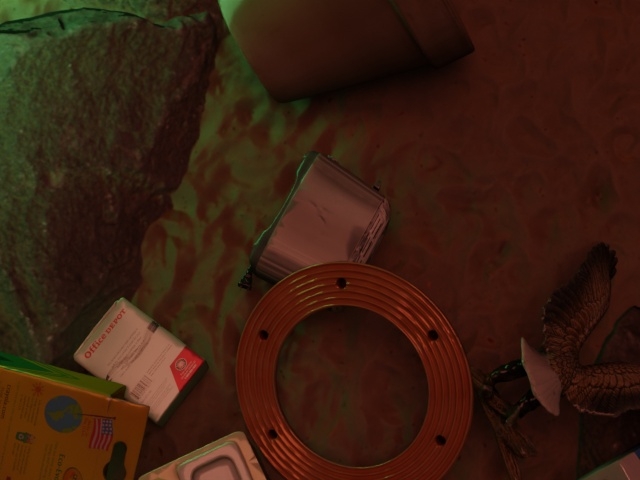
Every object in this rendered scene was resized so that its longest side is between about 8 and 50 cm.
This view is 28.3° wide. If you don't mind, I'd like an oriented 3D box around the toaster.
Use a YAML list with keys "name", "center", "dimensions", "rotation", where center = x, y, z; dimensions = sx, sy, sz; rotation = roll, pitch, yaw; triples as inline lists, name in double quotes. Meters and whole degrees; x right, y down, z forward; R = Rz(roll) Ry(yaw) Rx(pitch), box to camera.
- name: "toaster"
  center: [0.000, 0.000, 1.757]
  dimensions: [0.146, 0.129, 0.227]
  rotation: [28, 78, 6]

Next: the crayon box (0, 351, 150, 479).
- name: "crayon box"
  center: [-0.390, 0.267, 1.690]
  dimensions: [0.318, 0.081, 0.202]
  rotation: [15, 96, 5]

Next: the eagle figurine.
- name: "eagle figurine"
  center: [0.337, 0.157, 1.670]
  dimensions: [0.298, 0.226, 0.225]
  rotation: [-24, 36, -11]

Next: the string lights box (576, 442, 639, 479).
- name: "string lights box"
  center: [0.426, 0.289, 1.606]
  dimensions: [0.259, 0.133, 0.077]
  rotation: [-17, 72, -40]

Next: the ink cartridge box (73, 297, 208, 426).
- name: "ink cartridge box"
  center: [-0.247, 0.168, 1.751]
  dimensions: [0.150, 0.063, 0.109]
  rotation: [36, 80, 10]

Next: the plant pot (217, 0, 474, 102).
- name: "plant pot"
  center: [0.018, -0.342, 1.774]
  dimensions: [0.280, 0.323, 0.323]
  rotation: [-27, 76, 11]

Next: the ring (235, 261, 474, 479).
- name: "ring"
  center: [0.043, 0.192, 1.681]
  dimensions: [0.336, 0.032, 0.337]
  rotation: [3, 99, 22]

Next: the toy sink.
- name: "toy sink"
  center: [-0.136, 0.335, 1.619]
  dimensions: [0.152, 0.234, 0.131]
  rotation: [-26, 77, -4]
